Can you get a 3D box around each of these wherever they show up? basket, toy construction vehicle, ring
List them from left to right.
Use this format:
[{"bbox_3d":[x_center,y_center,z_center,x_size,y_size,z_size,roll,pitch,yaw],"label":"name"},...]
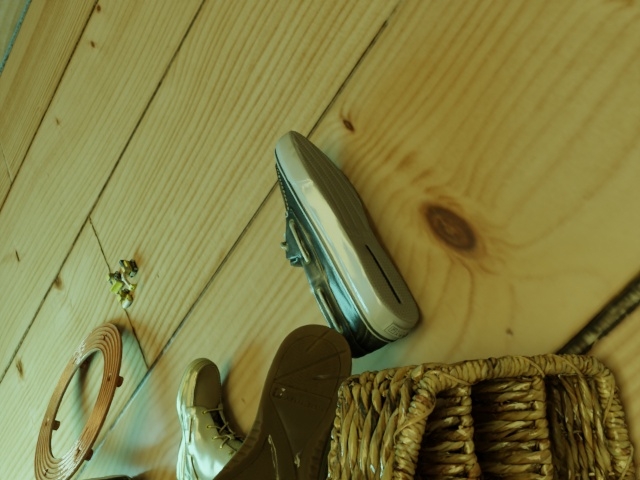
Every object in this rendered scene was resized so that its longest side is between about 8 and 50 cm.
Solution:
[{"bbox_3d":[-0.485,0.331,1.158,0.336,0.032,0.337,-32,43,35],"label":"ring"},{"bbox_3d":[-0.418,0.086,1.195,0.086,0.035,0.098,-50,53,24],"label":"toy construction vehicle"},{"bbox_3d":[0.146,0.258,0.511,0.223,0.213,0.300,-15,72,41],"label":"basket"}]

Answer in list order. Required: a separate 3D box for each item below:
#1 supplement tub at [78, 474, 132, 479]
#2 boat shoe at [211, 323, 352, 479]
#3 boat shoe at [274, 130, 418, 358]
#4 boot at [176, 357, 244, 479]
[{"bbox_3d":[-0.406,0.585,0.975,0.193,0.193,0.316,-31,61,35],"label":"supplement tub"},{"bbox_3d":[-0.044,0.266,0.634,0.121,0.110,0.341,20,66,18],"label":"boat shoe"},{"bbox_3d":[0.000,0.000,0.762,0.119,0.121,0.335,-40,59,25],"label":"boat shoe"},{"bbox_3d":[-0.149,0.297,0.874,0.165,0.077,0.214,2,88,44],"label":"boot"}]
